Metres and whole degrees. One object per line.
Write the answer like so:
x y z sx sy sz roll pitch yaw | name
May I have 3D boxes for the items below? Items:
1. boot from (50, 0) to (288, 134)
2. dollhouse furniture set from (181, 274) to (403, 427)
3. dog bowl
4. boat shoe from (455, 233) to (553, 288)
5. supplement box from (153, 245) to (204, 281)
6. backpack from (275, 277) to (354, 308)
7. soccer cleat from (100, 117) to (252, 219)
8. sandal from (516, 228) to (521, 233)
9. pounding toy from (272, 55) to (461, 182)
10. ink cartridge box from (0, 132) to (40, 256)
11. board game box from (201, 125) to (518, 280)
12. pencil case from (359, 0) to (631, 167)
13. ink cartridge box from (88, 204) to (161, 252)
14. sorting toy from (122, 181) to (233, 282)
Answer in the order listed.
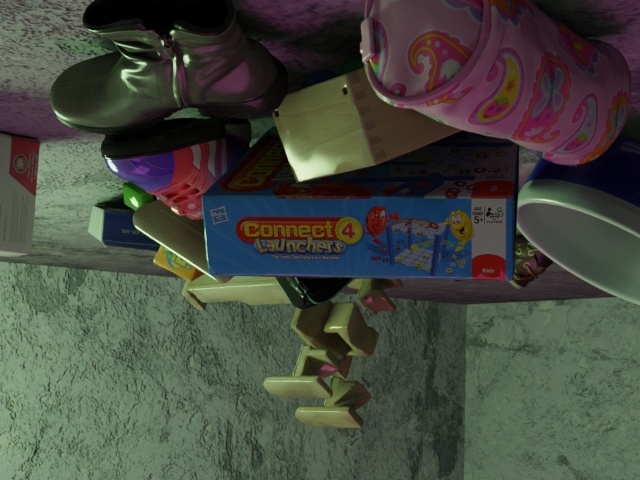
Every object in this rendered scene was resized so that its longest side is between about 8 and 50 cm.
-0.161 -0.166 0.924 0.247 0.083 0.161 -2 161 21 | boot
-0.058 0.141 2.195 0.256 0.362 0.394 -4 143 33 | dollhouse furniture set
0.373 -0.020 1.290 0.265 0.104 0.265 30 169 6 | dog bowl
0.393 0.033 2.043 0.342 0.123 0.123 -4 170 40 | boat shoe
-0.169 -0.009 1.677 0.080 0.078 0.233 30 -156 14 | supplement box
0.000 0.000 1.660 0.188 0.166 0.144 -37 -174 -19 | backpack
-0.141 -0.074 1.135 0.109 0.116 0.318 -1 -173 11 | soccer cleat
0.272 -0.003 1.934 0.120 0.086 0.303 6 173 -26 | sandal
0.043 -0.128 1.010 0.181 0.094 0.206 -24 -171 -34 | pounding toy
-0.487 -0.068 1.365 0.092 0.158 0.218 -5 170 45 | ink cartridge box
0.061 -0.052 1.145 0.302 0.086 0.308 1 -161 11 | board game box
0.146 -0.134 0.836 0.124 0.124 0.284 -3 173 35 | pencil case
-0.244 -0.017 1.870 0.304 0.072 0.307 6 -179 -18 | ink cartridge box
-0.102 -0.018 1.303 0.348 0.047 0.196 30 -136 35 | sorting toy
